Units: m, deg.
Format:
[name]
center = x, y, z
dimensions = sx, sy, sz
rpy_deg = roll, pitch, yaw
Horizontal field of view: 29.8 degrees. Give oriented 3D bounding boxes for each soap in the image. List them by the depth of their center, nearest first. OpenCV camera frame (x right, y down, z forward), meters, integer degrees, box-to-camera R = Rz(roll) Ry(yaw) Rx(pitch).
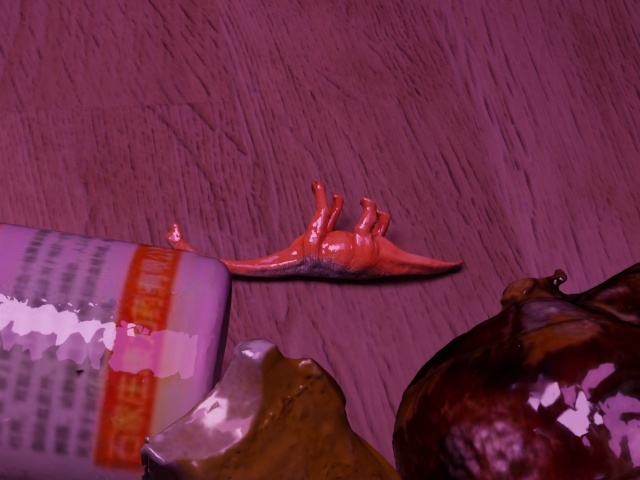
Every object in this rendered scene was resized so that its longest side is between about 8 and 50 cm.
[soap]
center = 0.041, 0.262, 0.735
dimensions = 0.338, 0.304, 0.169
rpy_deg = 35, 57, 20

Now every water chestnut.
[water chestnut]
center = 0.231, 0.189, 0.843
dimensions = 0.335, 0.335, 0.347
rpy_deg = -8, 67, -16

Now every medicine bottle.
[medicine bottle]
center = -0.269, 0.092, 0.886
dimensions = 0.388, 0.219, 0.219
rpy_deg = 8, 49, -1

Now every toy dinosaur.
[toy dinosaur]
center = 0.001, -0.002, 1.117
dimensions = 0.279, 0.055, 0.102
rpy_deg = 11, 71, -3
